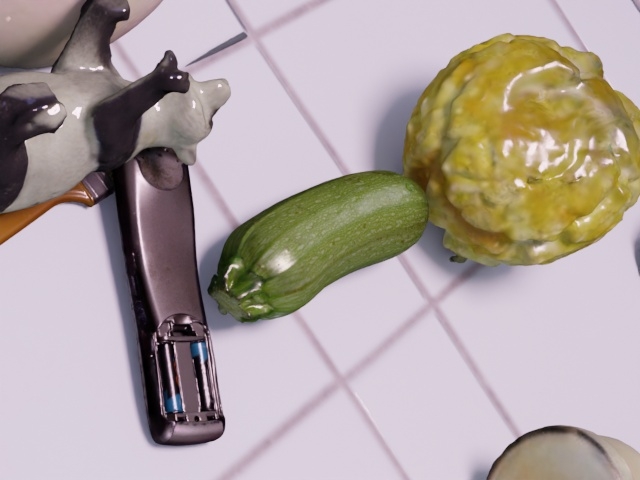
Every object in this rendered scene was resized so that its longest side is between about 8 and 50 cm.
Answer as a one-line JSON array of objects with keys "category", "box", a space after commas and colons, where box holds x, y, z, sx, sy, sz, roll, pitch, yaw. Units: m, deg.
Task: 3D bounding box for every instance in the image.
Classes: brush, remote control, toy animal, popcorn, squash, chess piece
[{"category": "brush", "box": [-0.177, -0.030, 1.052, 0.043, 0.014, 0.170, 53, 45, -3]}, {"category": "remote control", "box": [-0.102, 0.031, 1.066, 0.059, 0.028, 0.212, 1, 73, -38]}, {"category": "toy animal", "box": [-0.160, -0.077, 0.999, 0.225, 0.121, 0.094, -21, 57, -31]}, {"category": "popcorn", "box": [0.166, -0.062, 1.269, 0.212, 0.198, 0.198, 11, 58, -65]}, {"category": "squash", "box": [0.000, 0.000, 1.149, 0.219, 0.068, 0.077, -30, 94, -45]}, {"category": "chess piece", "box": [0.246, 0.215, 1.215, 0.243, 0.133, 0.133, 13, 60, -43]}]

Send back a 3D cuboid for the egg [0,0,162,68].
[{"category": "egg", "box": [-0.160, -0.249, 1.061, 0.206, 0.161, 0.271, 22, 59, -43]}]
